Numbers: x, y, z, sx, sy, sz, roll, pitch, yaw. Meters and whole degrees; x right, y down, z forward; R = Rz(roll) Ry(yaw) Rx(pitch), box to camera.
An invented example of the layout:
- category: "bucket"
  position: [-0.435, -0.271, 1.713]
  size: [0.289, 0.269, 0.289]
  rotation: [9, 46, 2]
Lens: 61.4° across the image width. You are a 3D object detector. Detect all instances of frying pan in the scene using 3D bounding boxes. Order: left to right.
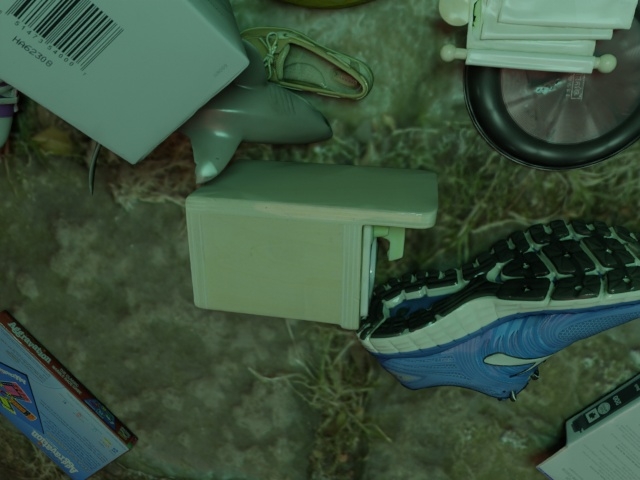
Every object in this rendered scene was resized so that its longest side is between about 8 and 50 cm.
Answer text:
- category: "frying pan"
  position: [0.297, -0.134, 0.510]
  size: [0.326, 0.053, 0.197]
  rotation: [24, 115, 5]

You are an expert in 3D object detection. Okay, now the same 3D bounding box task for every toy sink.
- category: "toy sink"
  position: [0.000, 0.000, 0.571]
  size: [0.234, 0.153, 0.131]
  rotation: [4, 113, 9]

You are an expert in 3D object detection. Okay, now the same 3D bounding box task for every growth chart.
- category: "growth chart"
  position: [0.203, -0.258, 0.459]
  size: [0.171, 0.021, 0.237]
  rotation: [18, 102, 13]

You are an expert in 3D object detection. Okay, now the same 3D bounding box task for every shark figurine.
- category: "shark figurine"
  position: [-0.135, -0.105, 0.537]
  size: [0.278, 0.166, 0.116]
  rotation: [-3, 75, 9]

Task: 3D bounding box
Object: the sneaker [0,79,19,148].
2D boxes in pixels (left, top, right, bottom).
- category: "sneaker"
  position: [-0.334, -0.211, 0.571]
  size: [0.161, 0.102, 0.282]
  rotation: [18, 115, 12]

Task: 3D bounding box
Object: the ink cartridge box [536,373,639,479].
- category: "ink cartridge box"
  position: [0.407, 0.269, 0.652]
  size: [0.206, 0.045, 0.208]
  rotation: [42, 112, -7]

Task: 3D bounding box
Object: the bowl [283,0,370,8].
- category: "bowl"
  position: [-0.008, -0.341, 0.428]
  size: [0.289, 0.156, 0.290]
  rotation: [4, 112, 10]

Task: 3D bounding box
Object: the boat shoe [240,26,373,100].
- category: "boat shoe"
  position: [-0.021, -0.181, 0.556]
  size: [0.153, 0.048, 0.056]
  rotation: [22, 115, 2]

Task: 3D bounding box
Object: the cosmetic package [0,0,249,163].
- category: "cosmetic package"
  position: [-0.191, -0.224, 0.419]
  size: [0.138, 0.225, 0.224]
  rotation: [-35, 137, 17]

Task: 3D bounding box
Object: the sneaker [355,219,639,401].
- category: "sneaker"
  position: [0.213, 0.086, 0.592]
  size: [0.329, 0.130, 0.147]
  rotation: [-18, 122, 22]

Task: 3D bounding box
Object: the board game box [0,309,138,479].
- category: "board game box"
  position: [-0.429, 0.249, 0.835]
  size: [0.145, 0.027, 0.281]
  rotation: [-37, 101, 21]
